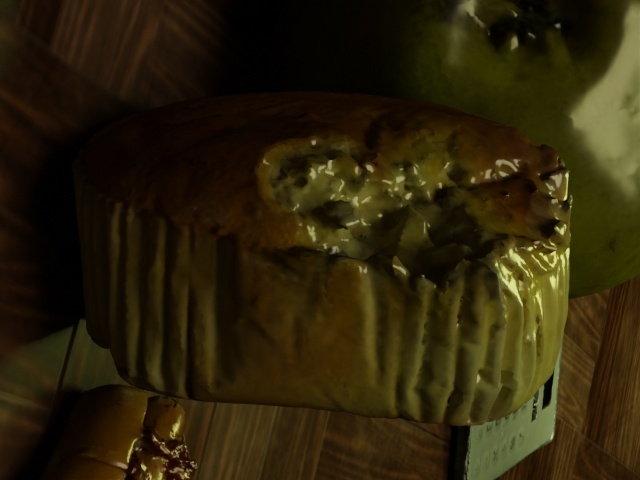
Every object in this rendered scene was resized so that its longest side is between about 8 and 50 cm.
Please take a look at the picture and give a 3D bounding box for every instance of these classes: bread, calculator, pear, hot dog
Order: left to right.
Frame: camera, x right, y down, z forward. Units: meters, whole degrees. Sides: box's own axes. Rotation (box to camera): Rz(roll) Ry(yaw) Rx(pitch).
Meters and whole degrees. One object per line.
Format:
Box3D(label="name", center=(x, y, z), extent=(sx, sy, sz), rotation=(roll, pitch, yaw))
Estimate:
Box3D(label="hot dog", center=(-0.126, 0.183, 0.744), extent=(0.102, 0.076, 0.249), rotation=(74, 34, -46))
Box3D(label="bread", center=(0.000, 0.000, 0.757), extent=(0.179, 0.250, 0.133), rotation=(-47, 143, -61))
Box3D(label="pear", center=(0.123, -0.096, 0.970), extent=(0.375, 0.287, 0.287), rotation=(52, 50, -73))
Box3D(label="calculator", center=(0.182, 0.142, 1.413), extent=(0.262, 0.021, 0.161), rotation=(-15, 110, -62))
